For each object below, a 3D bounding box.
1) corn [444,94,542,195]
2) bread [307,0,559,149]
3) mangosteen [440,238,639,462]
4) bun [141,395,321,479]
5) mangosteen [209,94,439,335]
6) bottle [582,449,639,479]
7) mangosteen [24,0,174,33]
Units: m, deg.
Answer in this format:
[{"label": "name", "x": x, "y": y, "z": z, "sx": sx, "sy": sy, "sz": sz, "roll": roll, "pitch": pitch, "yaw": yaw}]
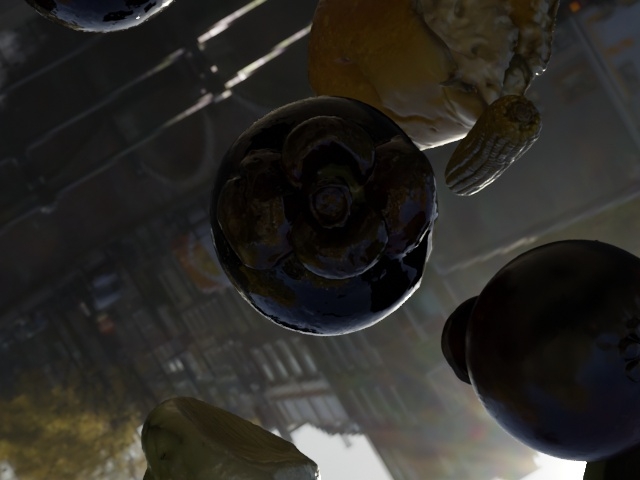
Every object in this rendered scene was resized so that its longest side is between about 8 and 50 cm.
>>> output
[{"label": "corn", "x": 0.236, "y": -0.130, "z": 1.560, "sx": 0.080, "sy": 0.080, "sz": 0.231, "roll": -31, "pitch": 172, "yaw": -23}, {"label": "bread", "x": 0.144, "y": -0.332, "z": 1.751, "sx": 0.394, "sy": 0.250, "sz": 0.361, "roll": -8, "pitch": -119, "yaw": 49}, {"label": "mangosteen", "x": 0.190, "y": 0.084, "z": 0.870, "sx": 0.200, "sy": 0.200, "sz": 0.200, "roll": -30, "pitch": -179, "yaw": 1}, {"label": "bun", "x": -0.119, "y": 0.277, "z": 1.298, "sx": 0.231, "sy": 0.231, "sz": 0.133, "roll": -107, "pitch": -138, "yaw": -89}, {"label": "mangosteen", "x": 0.006, "y": -0.027, "z": 0.948, "sx": 0.211, "sy": 0.211, "sz": 0.250, "roll": -30, "pitch": 174, "yaw": -7}, {"label": "bottle", "x": 0.344, "y": 0.305, "z": 1.074, "sx": 0.168, "sy": 0.168, "sz": 0.347, "roll": -30, "pitch": 140, "yaw": -8}, {"label": "mangosteen", "x": -0.199, "y": -0.285, "z": 0.967, "sx": 0.194, "sy": 0.194, "sz": 0.230, "roll": -30, "pitch": -146, "yaw": -8}]
